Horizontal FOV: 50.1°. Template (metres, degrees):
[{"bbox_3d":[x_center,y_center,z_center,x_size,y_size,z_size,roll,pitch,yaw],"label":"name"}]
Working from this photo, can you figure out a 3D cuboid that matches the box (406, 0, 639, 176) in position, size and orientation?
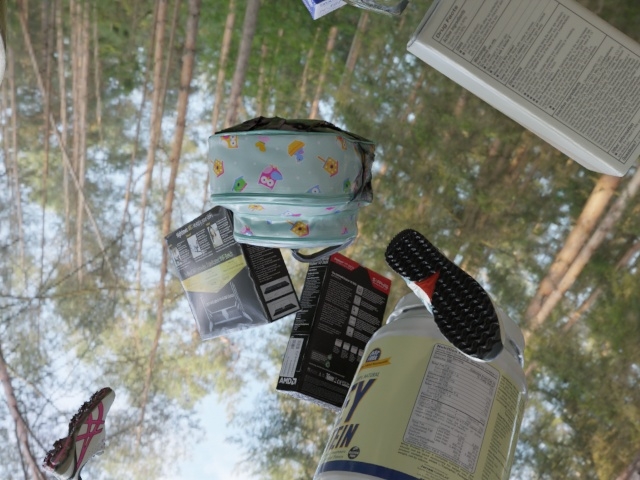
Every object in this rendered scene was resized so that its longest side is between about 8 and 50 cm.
[{"bbox_3d":[0.278,-0.225,0.871,0.311,0.148,0.121,33,-171,-4],"label":"box"}]

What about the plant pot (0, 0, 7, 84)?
[{"bbox_3d":[-0.306,-0.238,0.420,0.237,0.237,0.254,5,-115,-18],"label":"plant pot"}]

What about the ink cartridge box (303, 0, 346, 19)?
[{"bbox_3d":[0.057,-0.405,0.972,0.207,0.046,0.097,-30,-98,-9],"label":"ink cartridge box"}]

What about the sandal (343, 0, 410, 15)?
[{"bbox_3d":[-0.055,-0.264,0.492,0.303,0.086,0.120,22,-160,-22],"label":"sandal"}]

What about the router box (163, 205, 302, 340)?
[{"bbox_3d":[-0.186,0.062,1.381,0.081,0.309,0.242,-20,-90,-36],"label":"router box"}]

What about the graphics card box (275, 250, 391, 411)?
[{"bbox_3d":[0.042,0.236,1.743,0.233,0.094,0.370,28,-114,-36],"label":"graphics card box"}]

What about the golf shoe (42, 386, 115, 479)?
[{"bbox_3d":[-0.440,0.368,1.298,0.086,0.067,0.186,42,-124,-20],"label":"golf shoe"}]

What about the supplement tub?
[{"bbox_3d":[0.144,0.252,0.924,0.235,0.235,0.324,23,-125,5],"label":"supplement tub"}]

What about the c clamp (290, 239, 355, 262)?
[{"bbox_3d":[0.000,0.000,1.419,0.137,0.161,0.022,25,-137,-51],"label":"c clamp"}]

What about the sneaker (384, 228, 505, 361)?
[{"bbox_3d":[0.129,0.055,0.658,0.075,0.057,0.161,31,-164,-48],"label":"sneaker"}]

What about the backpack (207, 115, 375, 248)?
[{"bbox_3d":[-0.034,-0.063,0.742,0.166,0.144,0.188,4,177,16],"label":"backpack"}]
